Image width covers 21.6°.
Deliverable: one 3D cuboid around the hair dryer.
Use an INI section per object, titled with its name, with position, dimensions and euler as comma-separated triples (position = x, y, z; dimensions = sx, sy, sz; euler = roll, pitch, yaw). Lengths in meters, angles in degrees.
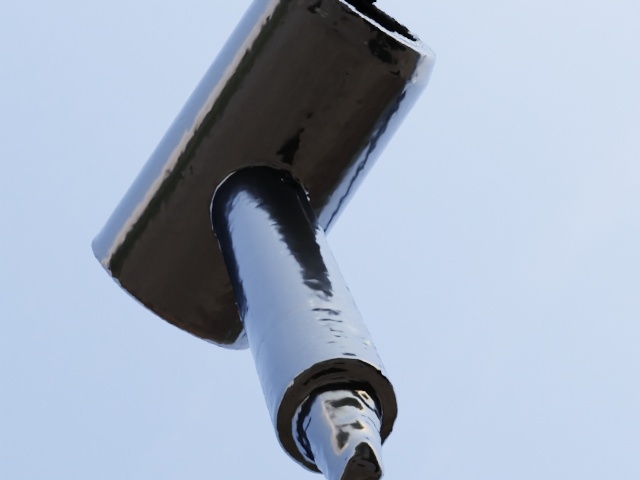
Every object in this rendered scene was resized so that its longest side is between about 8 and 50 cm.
[hair dryer]
position = 0.000, 0.000, 0.502
dimensions = 0.070, 0.255, 0.128
euler = 29, -78, -20
